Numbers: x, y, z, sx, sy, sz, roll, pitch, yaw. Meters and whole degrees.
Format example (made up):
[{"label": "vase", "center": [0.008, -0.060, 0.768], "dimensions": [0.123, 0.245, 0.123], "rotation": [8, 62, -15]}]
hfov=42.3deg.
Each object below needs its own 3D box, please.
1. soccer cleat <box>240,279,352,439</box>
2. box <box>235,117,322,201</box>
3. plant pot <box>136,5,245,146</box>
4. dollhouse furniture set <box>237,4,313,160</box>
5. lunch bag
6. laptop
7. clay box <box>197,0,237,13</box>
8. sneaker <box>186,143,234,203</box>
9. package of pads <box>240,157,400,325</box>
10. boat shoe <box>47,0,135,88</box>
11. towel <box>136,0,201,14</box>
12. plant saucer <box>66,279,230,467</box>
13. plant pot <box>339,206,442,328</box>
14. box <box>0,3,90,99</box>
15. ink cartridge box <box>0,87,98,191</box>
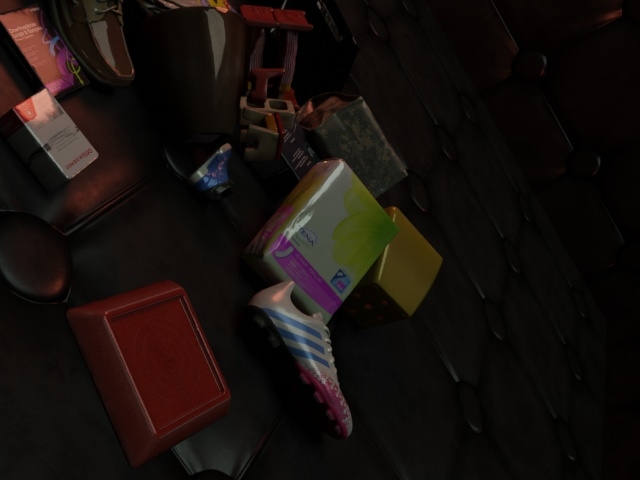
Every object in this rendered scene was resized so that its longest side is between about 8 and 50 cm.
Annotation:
[{"label": "soccer cleat", "center": [-0.013, 0.225, 1.595], "dimensions": [0.143, 0.116, 0.331], "rotation": [-40, 102, -32]}, {"label": "box", "center": [-0.092, -0.198, 1.874], "dimensions": [0.158, 0.093, 0.156], "rotation": [54, 30, -15]}, {"label": "plant pot", "center": [-0.241, -0.308, 1.632], "dimensions": [0.215, 0.215, 0.230], "rotation": [3, 77, -58]}, {"label": "dollhouse furniture set", "center": [-0.092, -0.336, 1.739], "dimensions": [0.152, 0.201, 0.374], "rotation": [3, 33, -13]}, {"label": "lunch bag", "center": [0.053, -0.235, 2.054], "dimensions": [0.235, 0.169, 0.287], "rotation": [57, -6, -20]}, {"label": "laptop", "center": [-0.076, -0.592, 2.207], "dimensions": [0.382, 0.236, 0.408], "rotation": [51, 55, -54]}, {"label": "clay box", "center": [-0.290, -0.565, 1.890], "dimensions": [0.222, 0.053, 0.127], "rotation": [48, 31, -28]}, {"label": "sneaker", "center": [-0.203, -0.130, 1.665], "dimensions": [0.084, 0.058, 0.152], "rotation": [50, 35, -13]}, {"label": "package of pads", "center": [0.000, 0.000, 1.721], "dimensions": [0.296, 0.101, 0.229], "rotation": [-51, 117, -21]}, {"label": "boat shoe", "center": [-0.418, -0.432, 1.495], "dimensions": [0.324, 0.116, 0.123], "rotation": [63, 28, -1]}, {"label": "towel", "center": [-0.348, -0.528, 1.666], "dimensions": [0.282, 0.049, 0.187], "rotation": [48, 21, 24]}, {"label": "plant saucer", "center": [-0.254, 0.194, 1.325], "dimensions": [0.259, 0.048, 0.258], "rotation": [-17, 82, -62]}, {"label": "plant pot", "center": [0.131, 0.081, 1.916], "dimensions": [0.212, 0.212, 0.187], "rotation": [45, 43, -31]}, {"label": "box", "center": [-0.473, -0.317, 1.401], "dimensions": [0.162, 0.029, 0.116], "rotation": [56, 29, -11]}, {"label": "ink cartridge box", "center": [-0.431, -0.158, 1.308], "dimensions": [0.135, 0.056, 0.099], "rotation": [55, 30, -15]}]
